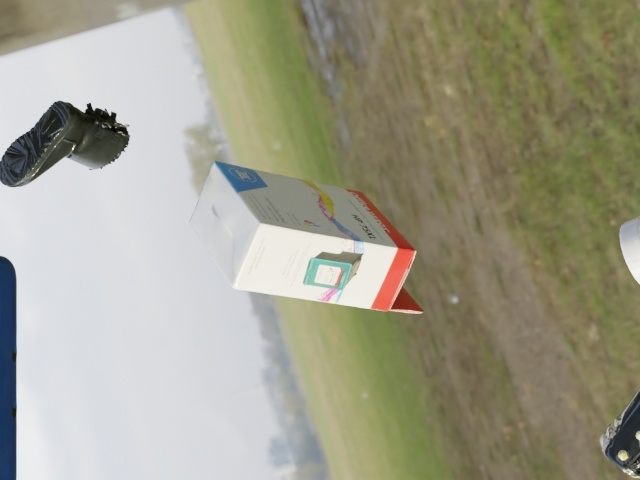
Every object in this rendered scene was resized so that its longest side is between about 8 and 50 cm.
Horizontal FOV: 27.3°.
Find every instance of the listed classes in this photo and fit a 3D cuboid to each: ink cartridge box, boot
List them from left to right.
[{"bbox_3d":[-0.262,-0.092,1.361,0.045,0.121,0.099,54,-162,26],"label":"boot"},{"bbox_3d":[0.000,0.000,1.338,0.134,0.231,0.078,51,124,50],"label":"ink cartridge box"},{"bbox_3d":[0.339,0.150,1.175,0.085,0.179,0.236,37,-173,-1],"label":"boot"}]

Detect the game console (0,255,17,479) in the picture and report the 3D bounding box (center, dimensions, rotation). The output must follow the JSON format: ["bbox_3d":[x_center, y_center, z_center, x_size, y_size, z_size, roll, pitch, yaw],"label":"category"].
[{"bbox_3d":[-0.474,0.154,1.467,0.173,0.250,0.293,124,144,-78],"label":"game console"}]

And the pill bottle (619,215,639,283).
[{"bbox_3d":[0.426,-0.012,1.436,0.108,0.180,0.108,33,-136,-40],"label":"pill bottle"}]
